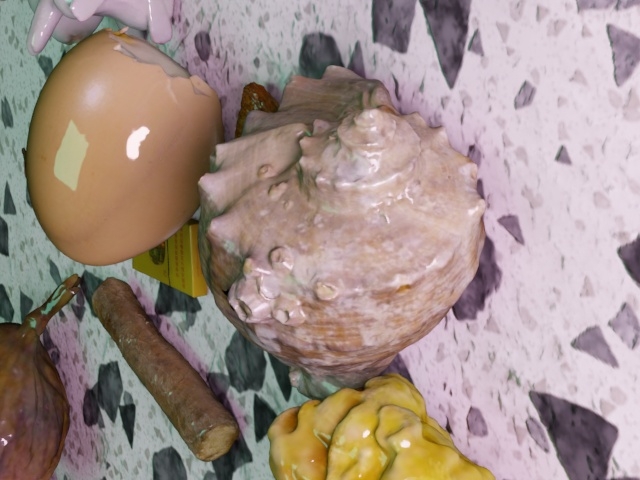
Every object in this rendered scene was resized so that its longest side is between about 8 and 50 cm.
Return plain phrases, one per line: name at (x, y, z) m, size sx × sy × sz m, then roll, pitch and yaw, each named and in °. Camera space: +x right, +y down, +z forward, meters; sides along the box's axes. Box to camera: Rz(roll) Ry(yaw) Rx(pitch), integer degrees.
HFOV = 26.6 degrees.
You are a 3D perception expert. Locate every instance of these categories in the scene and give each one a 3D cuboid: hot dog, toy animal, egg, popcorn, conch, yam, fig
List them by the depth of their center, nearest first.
popcorn at (0.038, 0.220, 1.135) m, size 0.203 × 0.200 × 0.226 m, roll 47°, pitch 172°, yaw -5°
conch at (-0.016, -0.003, 1.161) m, size 0.352 × 0.210 × 0.297 m, roll -57°, pitch 35°, yaw 40°
hot dog at (-0.063, -0.116, 1.343) m, size 0.058 × 0.035 × 0.083 m, roll 48°, pitch 135°, yaw 39°
egg at (-0.208, -0.091, 1.407) m, size 0.201 × 0.201 × 0.244 m, roll 23°, pitch 89°, yaw 52°
toy animal at (-0.272, -0.272, 1.533) m, size 0.282 × 0.140 × 0.138 m, roll -8°, pitch 84°, yaw 54°
yam at (-0.189, 0.144, 1.590) m, size 0.300 × 0.066 × 0.066 m, roll 46°, pitch 135°, yaw 40°
fig at (-0.435, 0.186, 1.869) m, size 0.369 × 0.286 × 0.286 m, roll -51°, pitch 49°, yaw 8°

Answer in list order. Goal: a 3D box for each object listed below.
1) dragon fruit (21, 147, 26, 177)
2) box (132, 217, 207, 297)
dragon fruit at (-0.286, -0.094, 1.606) m, size 0.136 × 0.133 × 0.166 m, roll -16°, pitch 84°, yaw 50°
box at (-0.178, 0.007, 1.570) m, size 0.155 × 0.023 × 0.087 m, roll 20°, pitch 118°, yaw 53°
